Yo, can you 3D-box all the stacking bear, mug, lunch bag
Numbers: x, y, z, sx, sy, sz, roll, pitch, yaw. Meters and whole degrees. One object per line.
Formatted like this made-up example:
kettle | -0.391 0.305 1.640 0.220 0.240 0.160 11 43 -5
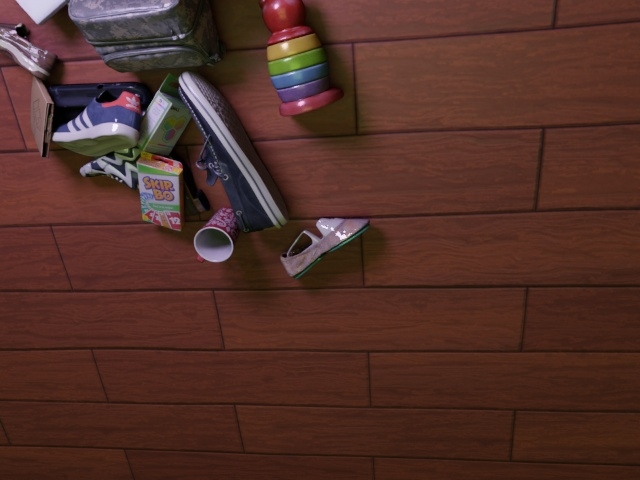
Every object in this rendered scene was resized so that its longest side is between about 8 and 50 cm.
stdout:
stacking bear | -0.065 -0.475 1.402 0.175 0.164 0.289 -12 110 13
mug | -0.309 -0.020 1.650 0.150 0.169 0.113 -18 114 16
lunch bag | -0.414 -0.536 1.379 0.305 0.212 0.256 -3 156 9

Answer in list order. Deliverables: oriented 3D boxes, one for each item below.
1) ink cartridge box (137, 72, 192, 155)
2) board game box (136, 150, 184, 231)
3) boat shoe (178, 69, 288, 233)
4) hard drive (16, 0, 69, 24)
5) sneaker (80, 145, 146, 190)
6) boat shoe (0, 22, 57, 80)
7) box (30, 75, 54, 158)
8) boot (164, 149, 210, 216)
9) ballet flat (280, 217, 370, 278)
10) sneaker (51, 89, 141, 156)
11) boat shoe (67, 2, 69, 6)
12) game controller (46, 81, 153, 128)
ink cartridge box | -0.413 -0.336 1.508 0.062 0.109 0.209 40 105 16
board game box | -0.455 -0.136 1.596 0.124 0.039 0.259 17 136 3
boat shoe | -0.262 -0.224 1.536 0.156 0.186 0.500 -23 117 11
hard drive | -0.636 -0.734 1.349 0.353 0.047 0.233 -37 108 6
sneaker | -0.584 -0.195 1.638 0.235 0.094 0.153 -21 116 20
boat shoe | -0.829 -0.547 1.504 0.257 0.095 0.095 37 92 -10
box | -0.776 -0.345 1.544 0.021 0.201 0.164 -3 126 -37
boot | -0.426 -0.160 1.643 0.106 0.082 0.219 -21 114 14
ballet flat | 0.000 0.000 1.663 0.316 0.107 0.106 -36 94 21
sneaker | -0.604 -0.322 1.509 0.350 0.131 0.148 1 78 33
boat shoe | -0.612 -0.607 1.455 0.066 0.066 0.183 -27 111 3
game controller | -0.624 -0.363 1.585 0.319 0.067 0.166 0 131 7
